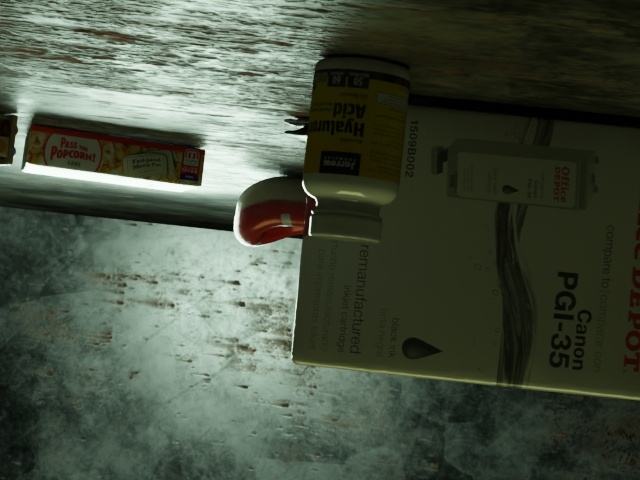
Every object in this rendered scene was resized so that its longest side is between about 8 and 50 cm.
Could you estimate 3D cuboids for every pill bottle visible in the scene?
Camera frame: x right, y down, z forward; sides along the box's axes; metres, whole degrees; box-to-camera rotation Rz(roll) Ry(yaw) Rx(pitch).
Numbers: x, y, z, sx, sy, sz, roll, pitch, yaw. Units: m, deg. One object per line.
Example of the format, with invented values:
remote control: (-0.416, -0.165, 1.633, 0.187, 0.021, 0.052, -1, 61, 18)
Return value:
pill bottle: (0.022, -0.058, 0.930, 0.065, 0.116, 0.065, 6, 177, 0)

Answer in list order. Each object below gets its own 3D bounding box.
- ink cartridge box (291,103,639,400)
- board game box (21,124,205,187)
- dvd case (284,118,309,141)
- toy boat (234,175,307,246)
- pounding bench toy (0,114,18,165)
ink cartridge box: (0.129, 0.006, 1.085, 0.283, 0.207, 0.117, 6, 179, 3)
board game box: (-0.238, -0.090, 1.605, 0.193, 0.045, 0.147, 7, 177, -14)
dvd case: (0.087, -0.084, 1.296, 0.164, 0.018, 0.221, 6, 178, 25)
toy boat: (0.000, 0.000, 1.827, 0.231, 0.151, 0.151, 5, 177, 17)
pounding bench toy: (-0.356, -0.106, 1.464, 0.065, 0.052, 0.083, 8, 177, -34)
